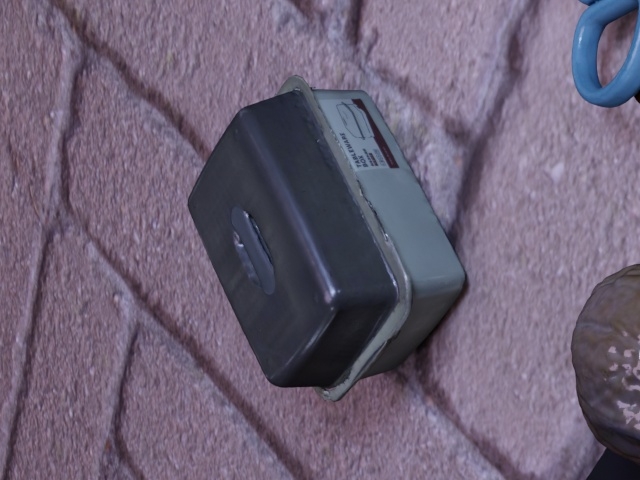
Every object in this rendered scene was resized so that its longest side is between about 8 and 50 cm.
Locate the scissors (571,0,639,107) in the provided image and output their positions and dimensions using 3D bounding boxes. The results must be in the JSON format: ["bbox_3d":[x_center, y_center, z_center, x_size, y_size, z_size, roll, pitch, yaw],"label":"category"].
[{"bbox_3d":[0.304,-0.232,1.312,0.447,0.029,0.193,154,124,-66],"label":"scissors"}]

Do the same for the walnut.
[{"bbox_3d":[0.301,0.106,1.399,0.230,0.178,0.178,21,116,39],"label":"walnut"}]

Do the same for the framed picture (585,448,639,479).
[{"bbox_3d":[0.283,0.352,1.614,0.244,0.013,0.324,55,138,32],"label":"framed picture"}]

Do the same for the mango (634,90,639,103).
[{"bbox_3d":[0.295,-0.140,1.427,0.127,0.063,0.077,-38,39,57],"label":"mango"}]

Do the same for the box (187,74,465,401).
[{"bbox_3d":[0.000,0.000,1.796,0.290,0.166,0.220,63,143,25],"label":"box"}]
